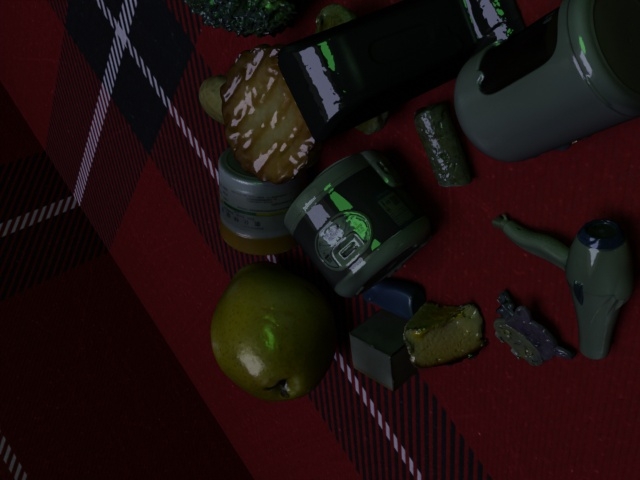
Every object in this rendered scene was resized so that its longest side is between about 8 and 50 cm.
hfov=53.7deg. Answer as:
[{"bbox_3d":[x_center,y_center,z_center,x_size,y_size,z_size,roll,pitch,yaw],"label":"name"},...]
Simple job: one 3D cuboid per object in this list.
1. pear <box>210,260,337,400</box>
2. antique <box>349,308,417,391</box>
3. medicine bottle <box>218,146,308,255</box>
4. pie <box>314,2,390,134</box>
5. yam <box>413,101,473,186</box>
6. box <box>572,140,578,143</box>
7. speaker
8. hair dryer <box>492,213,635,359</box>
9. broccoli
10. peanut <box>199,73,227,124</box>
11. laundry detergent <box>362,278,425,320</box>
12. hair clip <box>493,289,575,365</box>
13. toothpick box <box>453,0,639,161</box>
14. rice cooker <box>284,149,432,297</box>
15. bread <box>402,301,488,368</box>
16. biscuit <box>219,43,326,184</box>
[{"bbox_3d":[-0.133,0.261,1.830,0.418,0.362,0.362,-110,23,-44],"label":"pear"},{"bbox_3d":[0.179,0.286,1.646,0.152,0.146,0.148,24,133,41],"label":"antique"},{"bbox_3d":[-0.153,-0.117,1.689,0.238,0.238,0.232,32,136,33],"label":"medicine bottle"},{"bbox_3d":[0.059,-0.353,1.324,0.277,0.078,0.277,58,173,12],"label":"pie"},{"bbox_3d":[0.249,-0.192,1.294,0.078,0.078,0.179,-6,112,52],"label":"yam"},{"bbox_3d":[0.414,-0.195,1.141,0.093,0.015,0.058,-10,104,52],"label":"box"},{"bbox_3d":[0.138,-0.340,1.114,0.180,0.388,0.184,64,161,-6],"label":"speaker"},{"bbox_3d":[0.478,0.089,1.216,0.298,0.119,0.296,14,130,64],"label":"hair dryer"},{"bbox_3d":[-0.183,-0.613,1.387,0.347,0.281,0.293,34,176,-23],"label":"broccoli"},{"bbox_3d":[-0.200,-0.352,1.674,0.319,0.147,0.148,35,137,27],"label":"peanut"},{"bbox_3d":[0.172,0.138,1.625,0.206,0.061,0.097,18,135,44],"label":"laundry detergent"},{"bbox_3d":[0.434,0.195,1.355,0.187,0.056,0.146,54,151,4],"label":"hair clip"},{"bbox_3d":[0.363,-0.240,1.020,0.316,0.229,0.229,-24,95,56],"label":"toothpick box"},{"bbox_3d":[0.081,-0.043,1.434,0.277,0.288,0.288,53,144,11],"label":"rice cooker"},{"bbox_3d":[0.295,0.220,1.476,0.160,0.169,0.140,-6,108,36],"label":"bread"},{"bbox_3d":[-0.101,-0.297,1.483,0.325,0.107,0.326,12,108,40],"label":"biscuit"}]
